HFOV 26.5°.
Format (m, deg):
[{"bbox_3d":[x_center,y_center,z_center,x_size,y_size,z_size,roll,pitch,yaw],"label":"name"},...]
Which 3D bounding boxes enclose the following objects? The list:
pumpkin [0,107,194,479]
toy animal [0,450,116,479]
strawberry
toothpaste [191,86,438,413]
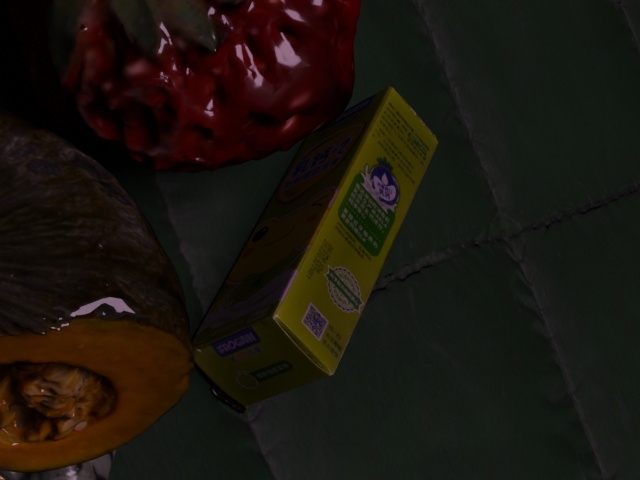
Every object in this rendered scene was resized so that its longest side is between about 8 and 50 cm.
[{"bbox_3d":[-0.249,0.004,0.797,0.325,0.242,0.232,-2,56,-27],"label":"pumpkin"},{"bbox_3d":[-0.176,0.151,0.959,0.176,0.073,0.217,52,37,-26],"label":"toy animal"},{"bbox_3d":[-0.091,-0.194,1.103,0.317,0.295,0.345,58,4,15],"label":"strawberry"},{"bbox_3d":[0.000,0.000,1.193,0.077,0.110,0.327,46,43,-20],"label":"toothpaste"}]
